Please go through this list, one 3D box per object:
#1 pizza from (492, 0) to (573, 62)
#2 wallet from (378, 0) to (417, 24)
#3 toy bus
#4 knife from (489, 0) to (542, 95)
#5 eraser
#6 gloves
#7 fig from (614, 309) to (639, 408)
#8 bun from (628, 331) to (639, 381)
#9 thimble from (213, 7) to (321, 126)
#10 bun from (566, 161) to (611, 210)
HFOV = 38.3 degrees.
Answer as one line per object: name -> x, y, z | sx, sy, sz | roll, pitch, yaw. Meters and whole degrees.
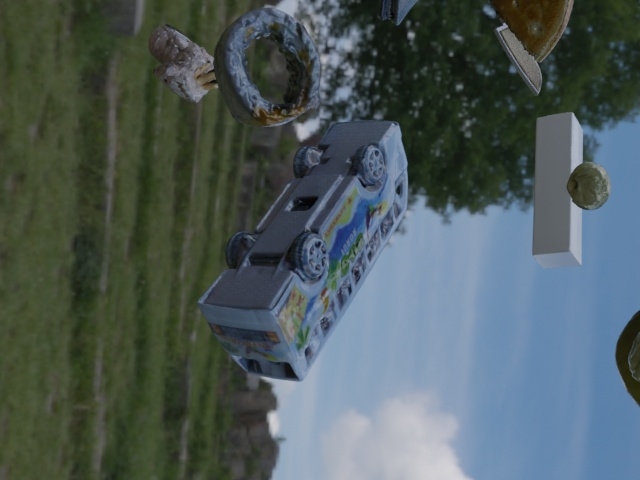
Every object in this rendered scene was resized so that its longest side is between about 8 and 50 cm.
pizza -> 0.333, -0.367, 1.442 | 0.041, 0.131, 0.178 | -5, 96, -55
wallet -> 0.143, -0.409, 1.246 | 0.167, 0.036, 0.222 | -51, 167, -20
toy bus -> 0.000, 0.000, 1.027 | 0.329, 0.109, 0.136 | -56, 135, -39
knife -> 0.324, -0.368, 1.615 | 0.256, 0.046, 0.022 | 63, -25, 2
eraser -> 0.464, -0.098, 1.796 | 0.078, 0.076, 0.298 | 37, 54, -52
gloves -> -0.233, -0.295, 1.545 | 0.094, 0.110, 0.144 | -41, -134, 11
fig -> 0.855, 0.274, 2.065 | 0.343, 0.344, 0.343 | -175, -90, -81
bun -> 0.583, 0.217, 1.527 | 0.111, 0.164, 0.188 | -44, -174, -5
thimble -> -0.072, -0.228, 1.231 | 0.118, 0.127, 0.151 | -158, -127, -75
bun -> 0.454, -0.092, 1.575 | 0.086, 0.055, 0.086 | 17, -70, 56
